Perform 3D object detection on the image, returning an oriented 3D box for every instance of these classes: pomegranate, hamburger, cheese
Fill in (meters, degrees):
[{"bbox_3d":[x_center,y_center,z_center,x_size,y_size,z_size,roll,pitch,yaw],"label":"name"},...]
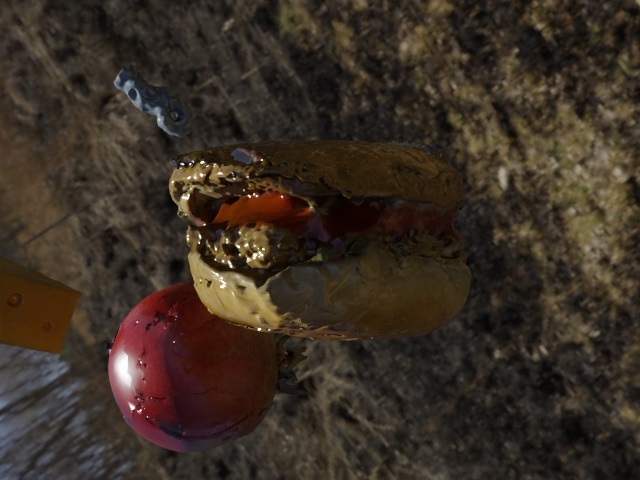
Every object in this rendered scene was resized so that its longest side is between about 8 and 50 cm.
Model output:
[{"bbox_3d":[-0.137,0.150,1.156,0.210,0.235,0.210,5,96,64],"label":"pomegranate"},{"bbox_3d":[0.000,0.000,0.773,0.244,0.245,0.162,-158,68,-68],"label":"hamburger"},{"bbox_3d":[-0.427,0.077,1.297,0.126,0.093,0.171,20,180,-43],"label":"cheese"}]

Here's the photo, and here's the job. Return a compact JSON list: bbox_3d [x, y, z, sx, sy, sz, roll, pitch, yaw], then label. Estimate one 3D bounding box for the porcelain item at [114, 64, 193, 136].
[{"bbox_3d":[-0.151,-0.127,0.880,0.083,0.036,0.028,41,147,4],"label":"porcelain item"}]
